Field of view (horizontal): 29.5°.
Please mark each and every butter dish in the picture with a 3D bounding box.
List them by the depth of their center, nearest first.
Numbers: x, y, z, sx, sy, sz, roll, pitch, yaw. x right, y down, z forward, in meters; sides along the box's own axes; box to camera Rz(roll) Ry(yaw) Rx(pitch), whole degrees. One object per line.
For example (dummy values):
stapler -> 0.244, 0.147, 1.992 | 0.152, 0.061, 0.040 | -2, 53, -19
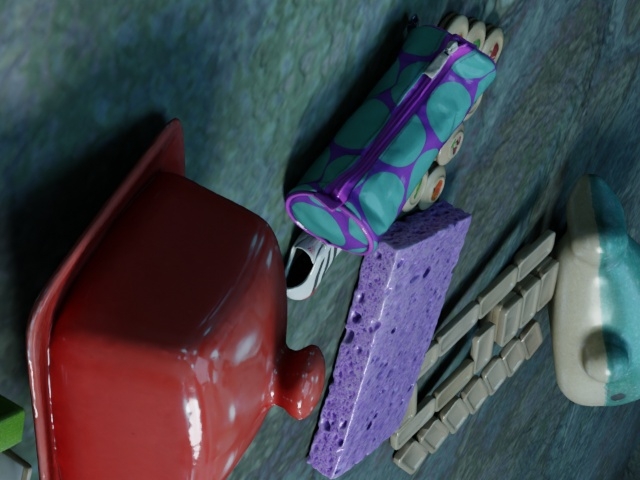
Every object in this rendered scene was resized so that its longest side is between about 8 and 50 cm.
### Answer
butter dish -> -0.055, 0.053, 0.563 | 0.160, 0.118, 0.160 | -64, 165, -49

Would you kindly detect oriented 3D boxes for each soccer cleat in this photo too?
soccer cleat -> 0.000, 0.000, 0.765 | 0.083, 0.029, 0.035 | -59, 161, 2

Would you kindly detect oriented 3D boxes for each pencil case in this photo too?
pencil case -> 0.043, -0.064, 0.742 | 0.152, 0.064, 0.070 | -55, 171, -19

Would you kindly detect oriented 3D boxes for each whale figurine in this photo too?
whale figurine -> 0.309, 0.054, 1.267 | 0.272, 0.141, 0.216 | 79, 11, -45

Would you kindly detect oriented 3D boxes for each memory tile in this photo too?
memory tile -> 0.086, -0.088, 0.867 | 0.113, 0.012, 0.148 | -3, 118, -63

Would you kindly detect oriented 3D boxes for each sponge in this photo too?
sponge -> 0.053, 0.077, 0.948 | 0.117, 0.031, 0.210 | -26, 138, -54

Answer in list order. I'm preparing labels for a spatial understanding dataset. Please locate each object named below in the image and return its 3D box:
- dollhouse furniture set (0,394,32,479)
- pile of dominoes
dollhouse furniture set -> -0.166, 0.125, 0.517 | 0.076, 0.058, 0.152 | -23, 134, -55
pile of dominoes -> 0.138, 0.105, 1.174 | 0.251, 0.040, 0.196 | -39, 148, -28
